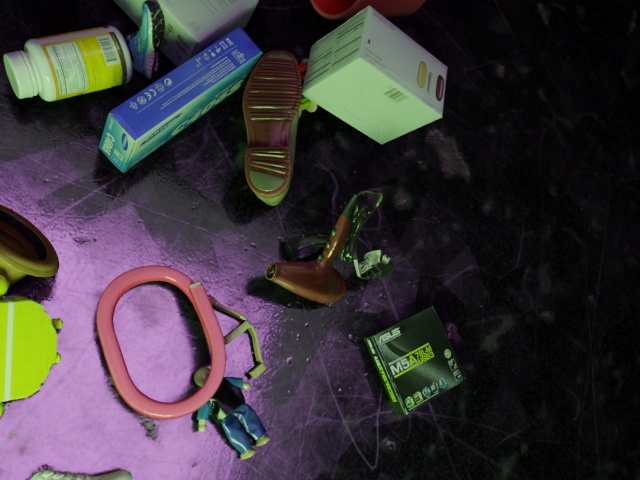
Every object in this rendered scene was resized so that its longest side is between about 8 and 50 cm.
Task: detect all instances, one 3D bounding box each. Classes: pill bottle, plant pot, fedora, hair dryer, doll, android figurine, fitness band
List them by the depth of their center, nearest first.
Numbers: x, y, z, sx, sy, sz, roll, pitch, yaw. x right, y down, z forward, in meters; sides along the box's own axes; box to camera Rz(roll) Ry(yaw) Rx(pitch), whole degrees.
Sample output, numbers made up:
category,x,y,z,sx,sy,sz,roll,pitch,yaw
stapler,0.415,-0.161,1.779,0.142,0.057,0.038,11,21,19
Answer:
category,x,y,z,sx,sy,sz,roll,pitch,yaw
android figurine,-0.545,0.177,0.980,0.273,0.056,0.248,-3,99,-48
fedora,-0.546,0.012,1.048,0.194,0.194,0.079,42,97,-9
fitness band,-0.291,0.182,1.131,0.209,0.054,0.291,-18,74,-22
doll,-0.179,0.323,1.168,0.129,0.046,0.189,-35,91,-31
pill bottle,-0.487,-0.340,1.188,0.215,0.117,0.117,-23,85,-30
hair dryer,0.015,0.026,1.291,0.293,0.080,0.223,-26,118,-24
plant pot,0.138,-0.678,1.528,0.243,0.275,0.275,-5,76,-38

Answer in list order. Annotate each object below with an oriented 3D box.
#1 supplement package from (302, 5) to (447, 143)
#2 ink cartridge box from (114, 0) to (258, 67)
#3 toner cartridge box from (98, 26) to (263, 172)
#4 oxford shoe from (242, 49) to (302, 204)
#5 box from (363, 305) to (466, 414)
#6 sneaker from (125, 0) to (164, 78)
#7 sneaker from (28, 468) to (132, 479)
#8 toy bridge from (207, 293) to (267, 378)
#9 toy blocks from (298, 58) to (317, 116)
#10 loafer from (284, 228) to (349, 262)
category,x,y,z,sx,sy,sz,roll,pitch,yaw
supplement package,0.128,-0.369,1.412,0.262,0.204,0.145,25,64,-33
ink cartridge box,-0.301,-0.574,1.345,0.309,0.130,0.272,47,59,-6
toner cartridge box,-0.281,-0.287,1.245,0.075,0.165,0.348,48,61,-5
oxford shoe,-0.108,-0.245,1.344,0.123,0.130,0.348,6,75,2
box,0.214,0.266,1.377,0.191,0.045,0.184,-20,85,-30
sneaker,-0.366,-0.412,1.254,0.073,0.162,0.063,19,39,-2
sneaker,-0.424,0.414,0.998,0.229,0.087,0.092,-11,77,-30
toy bridge,-0.168,0.183,1.229,0.063,0.026,0.188,-37,92,-32
toy blocks,-0.030,-0.367,1.454,0.148,0.054,0.123,-32,89,-30
loafer,0.000,0.000,1.350,0.170,0.062,0.061,-16,77,-30
